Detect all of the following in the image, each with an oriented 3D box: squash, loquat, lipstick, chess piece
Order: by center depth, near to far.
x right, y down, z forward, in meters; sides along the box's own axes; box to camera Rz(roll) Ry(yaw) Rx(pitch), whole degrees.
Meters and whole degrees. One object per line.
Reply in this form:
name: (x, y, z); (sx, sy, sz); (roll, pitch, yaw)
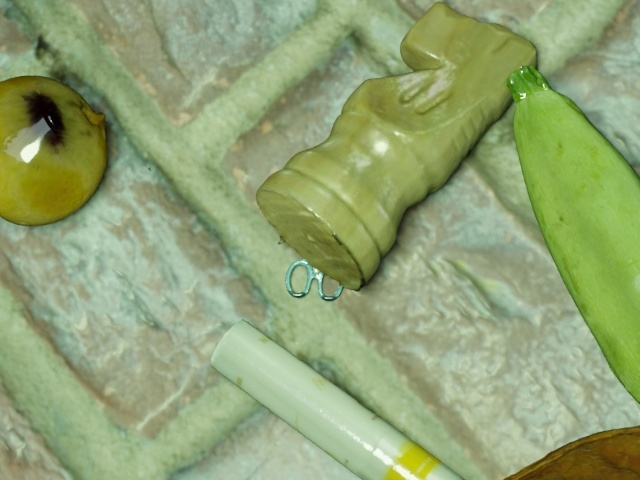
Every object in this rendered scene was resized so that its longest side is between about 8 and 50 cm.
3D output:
squash: (0.264, 0.004, 1.289); (0.118, 0.118, 0.370); (-29, 69, 3)
lipstick: (0.013, 0.169, 1.322); (0.264, 0.059, 0.059); (34, 84, 17)
chess piece: (0.082, -0.102, 1.357); (0.137, 0.137, 0.301); (38, 73, 17)
loquat: (-0.288, -0.089, 1.406); (0.163, 0.137, 0.163); (0, 93, 2)

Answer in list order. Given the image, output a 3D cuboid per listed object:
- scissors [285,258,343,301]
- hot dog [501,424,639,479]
scissors: (0.000, 0.000, 1.390); (0.058, 0.014, 0.119); (7, 80, 6)
hot dog: (0.230, 0.294, 1.132); (0.387, 0.174, 0.267); (-24, 72, -34)
